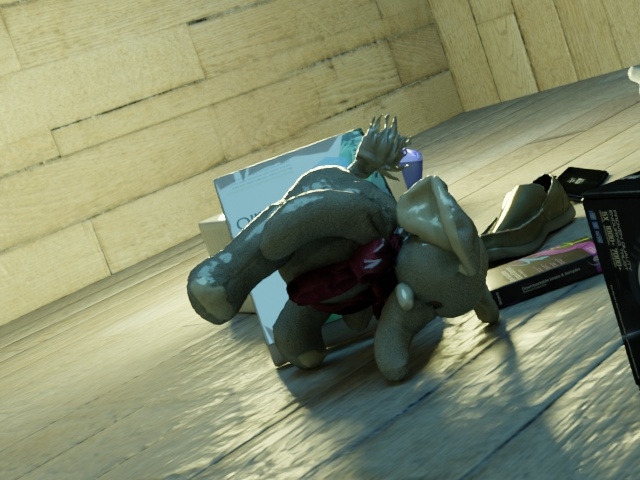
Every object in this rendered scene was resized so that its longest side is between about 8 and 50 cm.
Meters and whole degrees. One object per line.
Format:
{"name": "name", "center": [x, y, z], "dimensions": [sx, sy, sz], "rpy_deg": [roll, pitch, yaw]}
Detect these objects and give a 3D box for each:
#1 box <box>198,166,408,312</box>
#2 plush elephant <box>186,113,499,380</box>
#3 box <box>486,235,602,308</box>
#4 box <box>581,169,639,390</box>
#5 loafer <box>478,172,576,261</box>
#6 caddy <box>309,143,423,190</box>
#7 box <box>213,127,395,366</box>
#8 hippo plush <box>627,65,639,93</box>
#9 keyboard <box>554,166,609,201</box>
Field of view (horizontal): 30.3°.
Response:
{"name": "box", "center": [-0.018, 0.004, 1.909], "dimensions": [0.215, 0.168, 0.345], "rpy_deg": [-23, 8, -26]}
{"name": "plush elephant", "center": [0.072, 0.038, 1.335], "dimensions": [0.255, 0.272, 0.330], "rpy_deg": [32, 81, 34]}
{"name": "box", "center": [0.277, 0.039, 1.480], "dimensions": [0.162, 0.029, 0.116], "rpy_deg": [-21, 8, -1]}
{"name": "box", "center": [0.298, 0.034, 0.930], "dimensions": [0.077, 0.180, 0.147], "rpy_deg": [-21, 9, -19]}
{"name": "loafer", "center": [0.287, -0.035, 1.728], "dimensions": [0.094, 0.087, 0.251], "rpy_deg": [-13, 10, 37]}
{"name": "caddy", "center": [0.077, -0.082, 2.247], "dimensions": [0.241, 0.179, 0.341], "rpy_deg": [4, 10, 4]}
{"name": "box", "center": [0.000, 0.000, 1.619], "dimensions": [0.232, 0.058, 0.322], "rpy_deg": [-20, 50, -2]}
{"name": "hippo plush", "center": [0.759, -0.321, 2.314], "dimensions": [0.236, 0.234, 0.294], "rpy_deg": [-49, -20, 22]}
{"name": "keyboard", "center": [0.423, -0.086, 2.001], "dimensions": [0.100, 0.038, 0.192], "rpy_deg": [10, 19, 23]}
